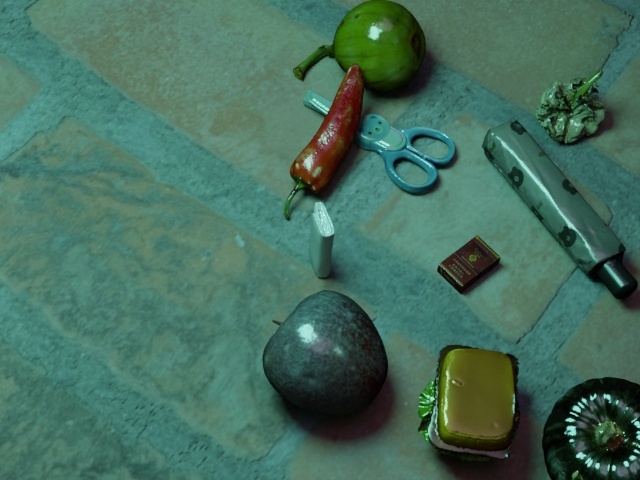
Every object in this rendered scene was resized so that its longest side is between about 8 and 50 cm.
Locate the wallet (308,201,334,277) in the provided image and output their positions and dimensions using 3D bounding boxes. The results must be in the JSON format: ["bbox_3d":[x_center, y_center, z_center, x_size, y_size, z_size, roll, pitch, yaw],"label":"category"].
[{"bbox_3d":[0.000,0.000,1.755,0.025,0.122,0.061,-11,60,-10],"label":"wallet"}]

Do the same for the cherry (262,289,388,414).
[{"bbox_3d":[0.008,0.157,1.650,0.176,0.140,0.176,10,52,-13],"label":"cherry"}]

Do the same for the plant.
[{"bbox_3d":[0.405,-0.218,1.920,0.104,0.122,0.116,45,58,9],"label":"plant"}]

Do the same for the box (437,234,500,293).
[{"bbox_3d":[0.220,0.035,1.805,0.082,0.023,0.051,-36,67,-22],"label":"box"}]

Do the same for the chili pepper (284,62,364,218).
[{"bbox_3d":[0.012,-0.151,1.864,0.063,0.071,0.272,13,70,46],"label":"chili pepper"}]

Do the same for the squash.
[{"bbox_3d":[0.386,0.273,1.595,0.193,0.155,0.193,-8,37,6],"label":"squash"}]

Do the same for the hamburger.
[{"bbox_3d":[0.202,0.222,1.651,0.137,0.087,0.165,10,57,4],"label":"hamburger"}]

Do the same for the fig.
[{"bbox_3d":[0.079,-0.307,1.963,0.142,0.186,0.147,28,75,-36],"label":"fig"}]

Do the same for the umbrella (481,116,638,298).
[{"bbox_3d":[0.363,-0.049,1.839,0.073,0.067,0.337,-33,65,-6],"label":"umbrella"}]

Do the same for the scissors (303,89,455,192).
[{"bbox_3d":[0.084,-0.170,1.919,0.256,0.030,0.125,31,59,13],"label":"scissors"}]
